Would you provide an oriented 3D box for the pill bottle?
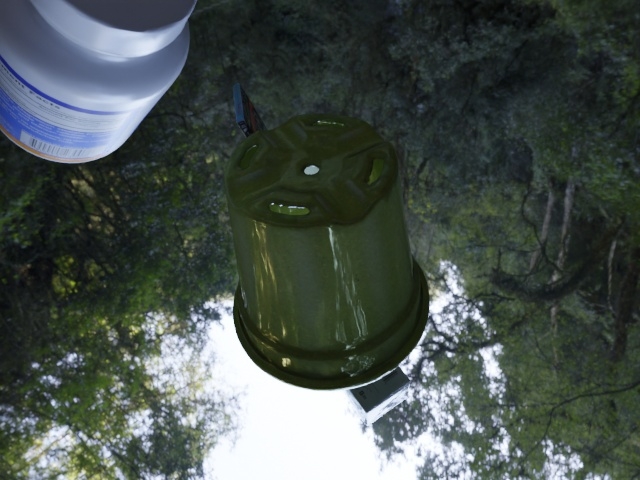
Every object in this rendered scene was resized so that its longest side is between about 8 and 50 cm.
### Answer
[{"bbox_3d":[-0.209,-0.173,0.414,0.152,0.152,0.272,-32,-169,-34],"label":"pill bottle"}]

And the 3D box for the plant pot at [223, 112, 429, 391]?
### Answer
[{"bbox_3d":[0.000,0.000,0.571,0.277,0.253,0.275,-4,-132,5],"label":"plant pot"}]

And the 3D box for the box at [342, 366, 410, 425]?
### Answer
[{"bbox_3d":[0.096,0.264,0.874,0.102,0.087,0.101,-31,-125,-15],"label":"box"}]

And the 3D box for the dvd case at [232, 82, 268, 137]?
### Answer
[{"bbox_3d":[-0.081,-0.139,0.626,0.013,0.119,0.087,-23,-131,10],"label":"dvd case"}]
